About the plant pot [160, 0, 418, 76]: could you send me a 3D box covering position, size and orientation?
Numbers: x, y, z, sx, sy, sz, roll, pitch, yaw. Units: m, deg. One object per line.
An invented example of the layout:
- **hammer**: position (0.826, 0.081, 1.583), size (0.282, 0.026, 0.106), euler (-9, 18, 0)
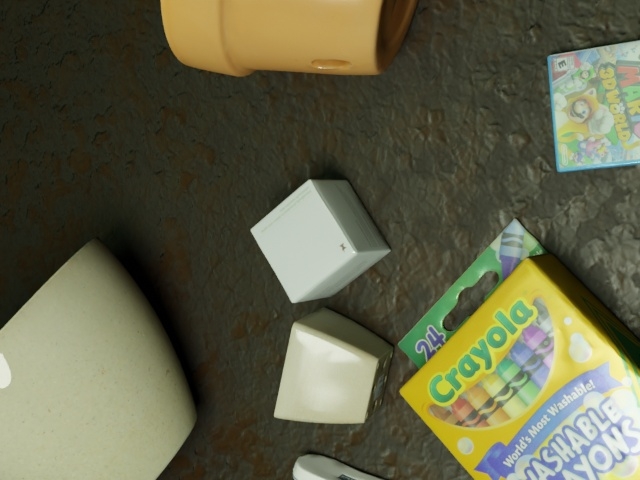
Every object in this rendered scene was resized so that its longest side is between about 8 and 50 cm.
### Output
- **plant pot**: position (-0.007, -0.290, 1.050), size (0.203, 0.291, 0.291), euler (18, 102, 12)

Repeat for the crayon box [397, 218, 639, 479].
- **crayon box**: position (0.226, 0.161, 1.035), size (0.323, 0.083, 0.203), euler (48, 114, 20)

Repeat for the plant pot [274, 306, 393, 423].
- **plant pot**: position (0.021, 0.144, 1.146), size (0.096, 0.109, 0.109), euler (14, 100, 16)

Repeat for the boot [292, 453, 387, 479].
- **boot**: position (0.047, 0.312, 1.163), size (0.190, 0.069, 0.086), euler (19, 109, 36)

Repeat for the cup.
- **cup**: position (-0.287, 0.194, 1.233), size (0.237, 0.331, 0.331), euler (41, 114, -7)

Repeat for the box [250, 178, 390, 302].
- **box**: position (0.000, 0.000, 1.154), size (0.101, 0.087, 0.102), euler (-39, 74, 26)

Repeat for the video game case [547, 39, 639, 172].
- **video game case**: position (0.307, -0.133, 1.010), size (0.166, 0.015, 0.119), euler (-5, 90, 30)
